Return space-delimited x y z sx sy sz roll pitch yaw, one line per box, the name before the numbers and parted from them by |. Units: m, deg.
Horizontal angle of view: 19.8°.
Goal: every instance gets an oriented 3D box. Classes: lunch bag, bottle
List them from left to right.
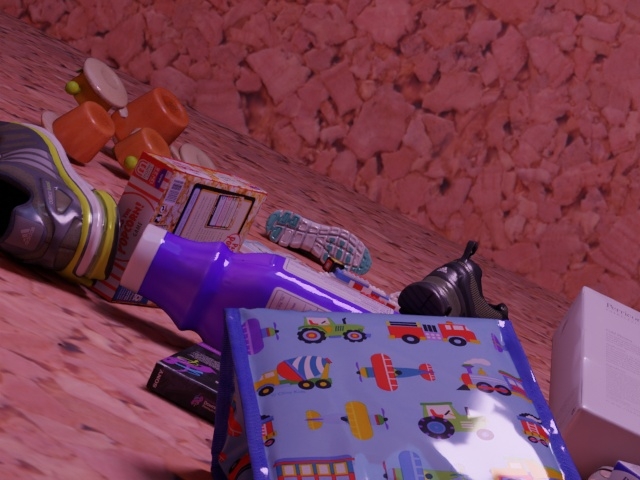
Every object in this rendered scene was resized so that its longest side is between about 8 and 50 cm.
bottle | -0.050 0.074 1.741 0.283 0.118 0.092 25 21 -2
lunch bag | 0.052 0.158 1.246 0.221 0.138 0.293 3 18 -10

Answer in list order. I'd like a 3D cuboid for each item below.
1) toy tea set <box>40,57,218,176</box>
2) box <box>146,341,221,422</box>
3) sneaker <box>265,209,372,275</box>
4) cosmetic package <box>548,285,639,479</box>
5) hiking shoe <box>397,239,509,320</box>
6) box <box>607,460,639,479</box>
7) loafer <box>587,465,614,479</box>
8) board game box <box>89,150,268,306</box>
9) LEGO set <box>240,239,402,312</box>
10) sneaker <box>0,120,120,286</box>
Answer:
toy tea set | -0.295 -0.144 2.629 0.336 0.124 0.200 22 37 -54
box | -0.077 0.132 1.591 0.116 0.029 0.162 26 6 8
sneaker | 0.000 0.000 2.697 0.166 0.065 0.076 28 3 0
cosmetic package | 0.451 0.230 2.142 0.377 0.097 0.284 26 30 -4
hiking shoe | 0.155 0.115 1.821 0.086 0.114 0.227 20 -43 42
box | 0.360 0.290 1.822 0.137 0.072 0.126 21 9 -41
loafer | 0.344 0.283 1.969 0.125 0.045 0.039 22 22 26
board game box | -0.144 -0.004 1.858 0.045 0.147 0.193 30 7 26
LEGO set | 0.010 0.041 2.455 0.182 0.060 0.244 33 9 23
sneaker | -0.309 -0.054 1.813 0.121 0.111 0.300 15 10 -38
